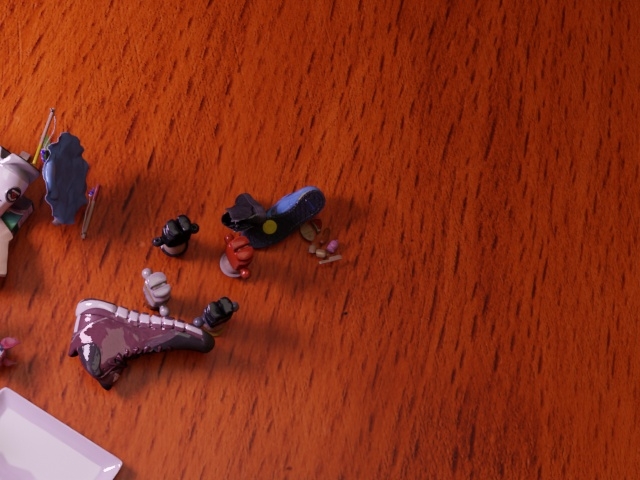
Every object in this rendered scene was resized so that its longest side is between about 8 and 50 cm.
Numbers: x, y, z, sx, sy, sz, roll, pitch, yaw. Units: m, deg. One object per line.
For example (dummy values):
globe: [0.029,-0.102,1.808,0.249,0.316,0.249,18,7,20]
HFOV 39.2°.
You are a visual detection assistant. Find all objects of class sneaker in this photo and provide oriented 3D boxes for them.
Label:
sneaker: [-0.174,-0.058,1.901,0.089,0.170,0.051,-13,112,-23]
sneaker: [-0.700,-0.138,1.759,0.330,0.122,0.146,23,77,38]
sneaker: [-0.086,-0.051,1.976,0.209,0.082,0.069,-33,110,-9]
sneaker: [-0.358,0.224,1.758,0.281,0.106,0.163,14,70,1]

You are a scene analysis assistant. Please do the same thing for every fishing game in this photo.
fishing game: [-0.512,-0.121,1.788,0.041,0.264,0.189,1,61,10]

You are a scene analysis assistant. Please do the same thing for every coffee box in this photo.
coffee box: [-0.676,-0.029,1.812,0.113,0.040,0.184,30,62,0]

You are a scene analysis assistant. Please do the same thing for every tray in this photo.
tray: [-0.518,0.402,1.662,0.270,0.030,0.145,33,63,1]

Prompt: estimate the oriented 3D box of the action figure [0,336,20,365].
action figure: [-0.745,0.182,1.648,0.370,0.275,0.248,20,80,-27]

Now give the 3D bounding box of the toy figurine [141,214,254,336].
toy figurine: [-0.253,0.072,1.828,0.213,0.148,0.210,18,68,-9]

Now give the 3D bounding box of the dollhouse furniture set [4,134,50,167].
dollhouse furniture set: [-0.642,-0.177,1.879,0.151,0.058,0.076,-11,69,-19]

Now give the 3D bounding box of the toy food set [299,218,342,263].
toy food set: [0.000,0.000,1.994,0.078,0.019,0.122,-13,62,-20]

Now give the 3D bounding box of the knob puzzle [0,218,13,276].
knob puzzle: [-0.699,-0.009,1.743,0.213,0.030,0.213,15,44,-15]
